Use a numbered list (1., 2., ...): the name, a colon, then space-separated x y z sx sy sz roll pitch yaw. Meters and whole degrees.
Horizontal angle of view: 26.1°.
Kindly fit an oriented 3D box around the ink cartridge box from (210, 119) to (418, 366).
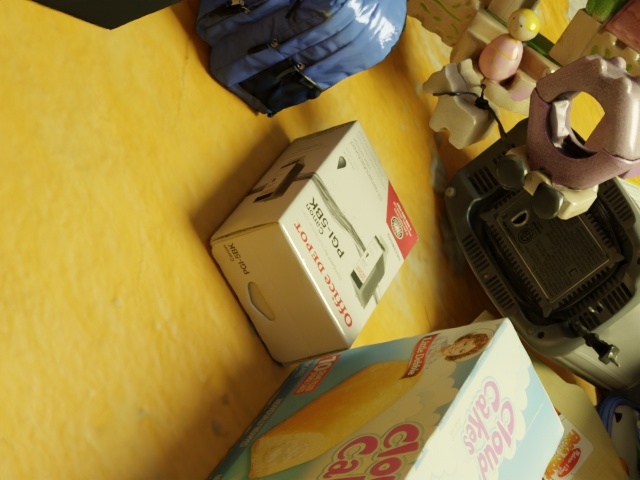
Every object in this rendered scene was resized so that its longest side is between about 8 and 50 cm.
1. ink cartridge box: 0.000 0.000 0.883 0.099 0.056 0.135 61 35 -20

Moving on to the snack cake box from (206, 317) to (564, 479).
1. snack cake box: 0.015 0.154 0.754 0.089 0.152 0.264 63 35 -15

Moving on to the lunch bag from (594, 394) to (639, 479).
1. lunch bag: 0.238 0.285 1.063 0.243 0.115 0.303 35 48 -40

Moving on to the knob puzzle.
1. knob puzzle: 0.139 0.163 0.972 0.213 0.030 0.213 18 47 -21

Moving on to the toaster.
1. toaster: 0.204 0.021 1.065 0.146 0.129 0.227 34 21 -49

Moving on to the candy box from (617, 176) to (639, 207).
1. candy box: 0.333 -0.001 1.394 0.206 0.027 0.105 13 63 -53

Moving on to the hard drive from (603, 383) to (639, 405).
1. hard drive: 0.342 0.135 1.326 0.255 0.054 0.172 20 61 -51

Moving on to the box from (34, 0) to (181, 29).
1. box: -0.089 -0.272 0.754 0.103 0.184 0.261 12 67 -53

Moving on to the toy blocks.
1. toy blocks: 0.196 -0.216 0.985 0.288 0.260 0.309 42 30 19

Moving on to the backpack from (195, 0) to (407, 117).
1. backpack: -0.011 -0.145 0.871 0.101 0.120 0.098 34 51 -44
